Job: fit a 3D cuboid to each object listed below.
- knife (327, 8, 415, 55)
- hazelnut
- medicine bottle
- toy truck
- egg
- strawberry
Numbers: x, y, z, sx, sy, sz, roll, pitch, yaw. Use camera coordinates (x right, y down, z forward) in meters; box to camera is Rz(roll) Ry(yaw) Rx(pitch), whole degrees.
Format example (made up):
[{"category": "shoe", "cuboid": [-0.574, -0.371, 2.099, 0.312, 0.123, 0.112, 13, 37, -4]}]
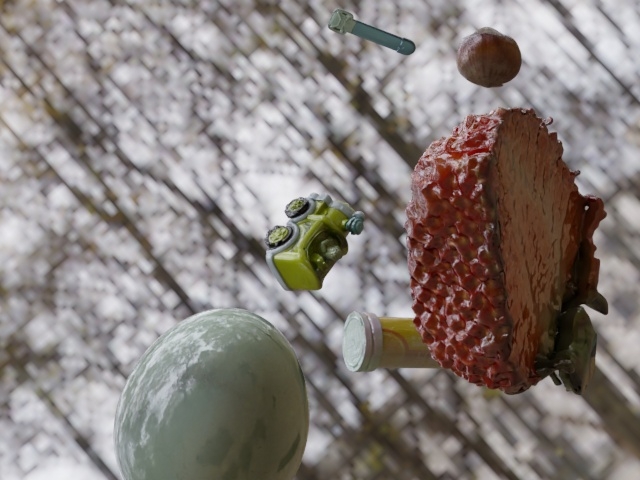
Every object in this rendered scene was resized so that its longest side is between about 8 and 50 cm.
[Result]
[{"category": "knife", "cuboid": [0.054, -0.214, 2.026, 0.010, 0.096, 0.027, -87, 21, -55]}, {"category": "hazelnut", "cuboid": [0.222, -0.240, 2.585, 0.086, 0.086, 0.086, -40, -12, -10]}, {"category": "medicine bottle", "cuboid": [0.139, 0.123, 2.364, 0.218, 0.074, 0.074, 2, -32, -22]}, {"category": "toy truck", "cuboid": [0.000, 0.000, 2.033, 0.077, 0.076, 0.111, 4, 48, 42]}, {"category": "egg", "cuboid": [-0.100, 0.168, 1.844, 0.183, 0.183, 0.264, -33, -24, -36]}, {"category": "strawberry", "cuboid": [0.119, 0.008, 1.380, 0.286, 0.106, 0.188, 62, -140, -47]}]
